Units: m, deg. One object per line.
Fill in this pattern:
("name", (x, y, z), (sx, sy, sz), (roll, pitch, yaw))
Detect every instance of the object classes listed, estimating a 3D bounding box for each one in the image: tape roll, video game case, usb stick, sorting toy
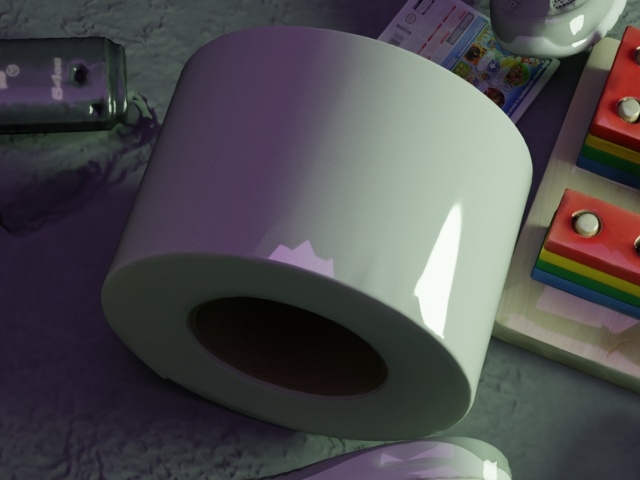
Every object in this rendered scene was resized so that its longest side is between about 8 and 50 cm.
("tape roll", (0.000, 0.000, 1.275), (0.246, 0.246, 0.169), (17, 64, 3))
("video game case", (0.105, -0.133, 1.483), (0.122, 0.011, 0.087), (33, 64, 11))
("usb stick", (-0.277, -0.108, 1.412), (0.278, 0.045, 0.077), (-2, 63, -7))
("sorting toy", (0.281, -0.014, 1.397), (0.255, 0.089, 0.257), (21, 63, 5))

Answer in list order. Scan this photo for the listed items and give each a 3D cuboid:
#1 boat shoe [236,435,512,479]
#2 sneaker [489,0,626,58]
("boat shoe", (-0.034, 0.207, 1.197), (0.320, 0.118, 0.103), (-15, 58, 9))
("sneaker", (0.178, -0.257, 1.483), (0.105, 0.115, 0.281), (2, 55, 21))
